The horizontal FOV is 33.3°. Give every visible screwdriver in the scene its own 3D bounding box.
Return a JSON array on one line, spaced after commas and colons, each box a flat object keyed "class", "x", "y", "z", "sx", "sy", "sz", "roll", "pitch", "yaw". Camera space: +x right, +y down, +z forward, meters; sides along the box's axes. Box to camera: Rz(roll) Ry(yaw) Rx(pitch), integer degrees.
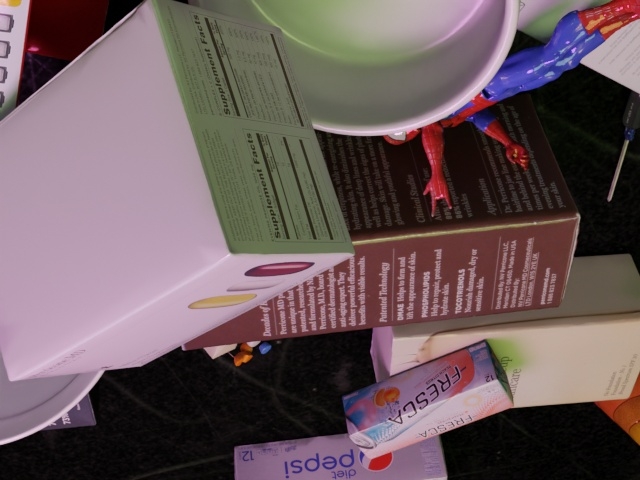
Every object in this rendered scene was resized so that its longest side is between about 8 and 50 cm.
[{"class": "screwdriver", "x": 0.330, "y": -0.099, "z": 1.146, "sx": 0.025, "sy": 0.024, "sz": 0.170, "roll": 14, "pitch": 140, "yaw": 18}]

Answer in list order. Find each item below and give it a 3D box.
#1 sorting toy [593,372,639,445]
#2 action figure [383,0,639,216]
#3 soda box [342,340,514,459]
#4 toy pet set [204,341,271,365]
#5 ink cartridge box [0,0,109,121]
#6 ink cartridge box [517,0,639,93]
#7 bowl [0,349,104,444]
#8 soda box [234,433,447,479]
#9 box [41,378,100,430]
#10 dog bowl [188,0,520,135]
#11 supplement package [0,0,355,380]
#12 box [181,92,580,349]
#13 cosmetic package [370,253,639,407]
[{"class": "sorting toy", "x": 0.505, "y": 0.156, "z": 1.358, "sx": 0.127, "sy": 0.126, "sz": 0.365, "roll": 27, "pitch": 126, "yaw": -31}, {"class": "action figure", "x": 0.179, "y": -0.112, "z": 0.953, "sx": 0.280, "sy": 0.139, "sz": 0.091, "roll": -17, "pitch": 173, "yaw": 33}, {"class": "soda box", "x": 0.121, "y": 0.181, "z": 1.207, "sx": 0.183, "sy": 0.058, "sz": 0.063, "roll": -24, "pitch": 134, "yaw": 13}, {"class": "toy pet set", "x": -0.103, "y": 0.092, "z": 1.256, "sx": 0.114, "sy": 0.065, "sz": 0.122, "roll": -22, "pitch": 151, "yaw": -40}, {"class": "ink cartridge box", "x": -0.284, "y": -0.245, "z": 0.821, "sx": 0.272, "sy": 0.130, "sz": 0.309, "roll": 6, "pitch": 133, "yaw": -17}, {"class": "ink cartridge box", "x": 0.301, "y": -0.228, "z": 0.982, "sx": 0.332, "sy": 0.065, "sz": 0.165, "roll": 22, "pitch": 128, "yaw": -26}, {"class": "bowl", "x": -0.330, "y": 0.051, "z": 1.056, "sx": 0.298, "sy": 0.298, "sz": 0.134, "roll": -5, "pitch": 174, "yaw": -5}, {"class": "soda box", "x": 0.027, "y": 0.331, "z": 1.478, "sx": 0.286, "sy": 0.091, "sz": 0.098, "roll": -6, "pitch": 136, "yaw": -4}, {"class": "box", "x": -0.362, "y": 0.133, "z": 1.203, "sx": 0.207, "sy": 0.108, "sz": 0.153, "roll": -4, "pitch": 136, "yaw": -5}, {"class": "dog bowl", "x": 0.030, "y": -0.219, "z": 0.871, "sx": 0.265, "sy": 0.104, "sz": 0.265, "roll": 6, "pitch": 136, "yaw": 6}, {"class": "supplement package", "x": -0.139, "y": -0.029, "z": 0.849, "sx": 0.262, "sy": 0.204, "sz": 0.145, "roll": -29, "pitch": 162, "yaw": 35}, {"class": "box", "x": 0.040, "y": -0.021, "z": 1.056, "sx": 0.381, "sy": 0.191, "sz": 0.143, "roll": -5, "pitch": 135, "yaw": -4}, {"class": "cosmetic package", "x": 0.222, "y": 0.114, "z": 1.278, "sx": 0.309, "sy": 0.113, "sz": 0.160, "roll": -5, "pitch": 136, "yaw": -6}]
